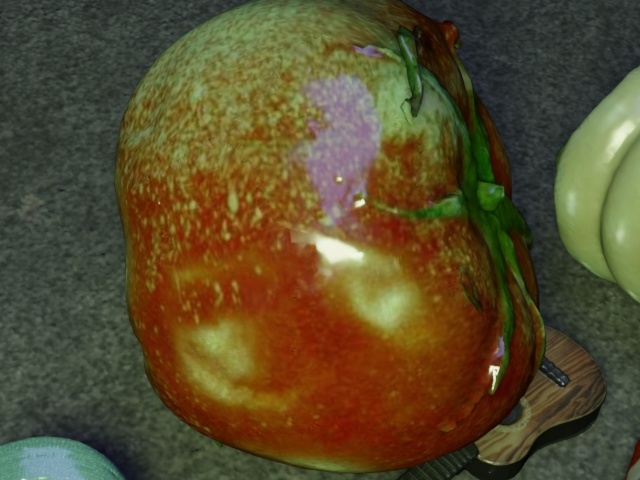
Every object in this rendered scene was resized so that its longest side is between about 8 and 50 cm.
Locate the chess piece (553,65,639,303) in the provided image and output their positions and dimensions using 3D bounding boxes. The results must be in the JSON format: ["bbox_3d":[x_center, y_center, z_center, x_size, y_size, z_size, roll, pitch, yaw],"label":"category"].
[{"bbox_3d":[0.311,0.025,0.857,0.182,0.182,0.330,-18,38,-20],"label":"chess piece"}]

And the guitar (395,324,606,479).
[{"bbox_3d":[0.081,0.146,0.875,0.271,0.038,0.084,-33,59,-32],"label":"guitar"}]

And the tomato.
[{"bbox_3d":[0.000,0.000,0.848,0.239,0.303,0.304,-16,46,18],"label":"tomato"}]

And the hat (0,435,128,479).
[{"bbox_3d":[-0.152,0.213,0.777,0.138,0.078,0.191,-8,68,-1],"label":"hat"}]

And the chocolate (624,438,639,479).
[{"bbox_3d":[0.278,0.225,0.783,0.234,0.108,0.237,21,49,11],"label":"chocolate"}]
